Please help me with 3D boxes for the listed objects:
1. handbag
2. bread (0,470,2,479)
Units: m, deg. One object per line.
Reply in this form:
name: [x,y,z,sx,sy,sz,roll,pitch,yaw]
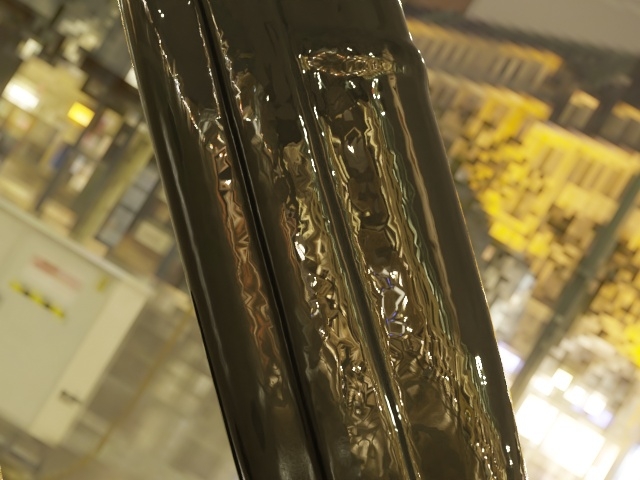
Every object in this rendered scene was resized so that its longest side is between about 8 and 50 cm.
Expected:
handbag: [0.001,0.000,0.700,0.254,0.093,0.308,28,47,-89]
bread: [-0.223,0.149,0.927,0.158,0.143,0.149,-114,-172,-64]
